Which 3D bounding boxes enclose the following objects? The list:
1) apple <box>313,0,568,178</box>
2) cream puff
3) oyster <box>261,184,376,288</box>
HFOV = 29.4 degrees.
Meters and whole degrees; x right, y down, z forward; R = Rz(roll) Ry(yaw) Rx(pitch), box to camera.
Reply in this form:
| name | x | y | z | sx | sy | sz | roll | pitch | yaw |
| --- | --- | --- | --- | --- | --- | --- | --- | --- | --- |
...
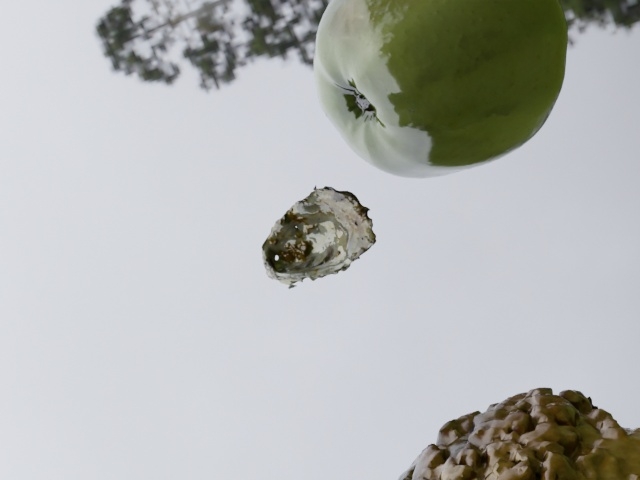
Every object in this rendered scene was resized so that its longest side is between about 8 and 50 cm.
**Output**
| name | x | y | z | sx | sy | sz | roll | pitch | yaw |
| --- | --- | --- | --- | --- | --- | --- | --- | --- | --- |
| apple | 0.161 | -0.255 | 1.720 | 0.357 | 0.357 | 0.357 | 30 | -127 | -48 |
| cream puff | 0.129 | 0.266 | 0.871 | 0.327 | 0.231 | 0.343 | -55 | -13 | -34 |
| oyster | -0.007 | 0.002 | 1.524 | 0.105 | 0.177 | 0.056 | 47 | -150 | 0 |
